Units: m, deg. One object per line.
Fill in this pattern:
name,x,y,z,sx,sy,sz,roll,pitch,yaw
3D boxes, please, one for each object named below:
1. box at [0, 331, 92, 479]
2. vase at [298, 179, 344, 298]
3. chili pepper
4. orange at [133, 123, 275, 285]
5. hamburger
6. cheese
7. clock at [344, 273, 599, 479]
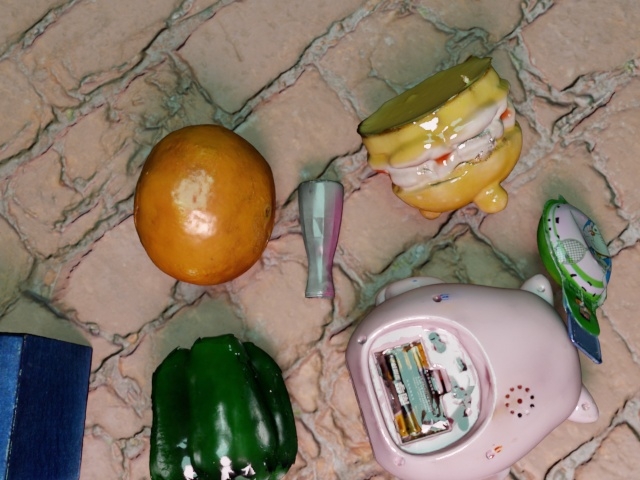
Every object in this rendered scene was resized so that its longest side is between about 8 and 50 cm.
box,-0.494,0.295,1.254,0.116,0.279,0.261,0,77,7
vase,0.000,0.000,1.383,0.086,0.086,0.214,0,82,5
chili pepper,-0.172,0.297,1.257,0.248,0.233,0.257,-13,71,-2
orange,-0.195,-0.062,1.306,0.226,0.284,0.284,6,78,13
hamburger,0.229,-0.163,1.314,0.276,0.276,0.237,-32,107,-3
cheese,0.435,0.055,1.267,0.083,0.204,0.320,-29,38,35
clock,0.236,0.221,1.222,0.376,0.250,0.368,-17,75,1
